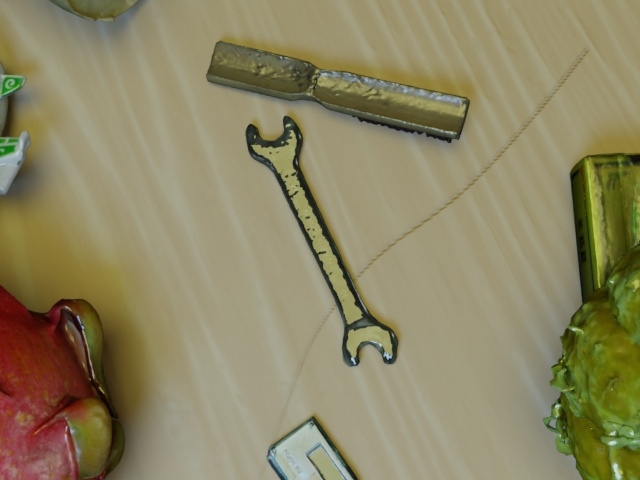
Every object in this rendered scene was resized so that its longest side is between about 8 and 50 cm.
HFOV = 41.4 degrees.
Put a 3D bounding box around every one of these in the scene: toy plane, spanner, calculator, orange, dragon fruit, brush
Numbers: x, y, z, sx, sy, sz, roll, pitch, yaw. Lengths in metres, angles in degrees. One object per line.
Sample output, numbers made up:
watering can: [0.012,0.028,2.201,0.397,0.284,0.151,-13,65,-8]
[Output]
toy plane: [-0.334,-0.097,0.765,0.174,0.080,0.174,-5,68,12]
spanner: [0.000,0.000,0.766,0.054,0.015,0.254,-25,79,-2]
calculator: [0.021,0.236,0.722,0.057,0.018,0.172,-35,78,-5]
orange: [0.317,0.104,0.585,0.301,0.223,0.300,36,114,-22]
dragon fruit: [-0.294,0.129,0.656,0.307,0.227,0.243,23,77,10]
brush: [0.013,-0.136,0.784,0.248,0.036,0.043,15,76,13]

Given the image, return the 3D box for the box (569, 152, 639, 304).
box: [0.334,-0.006,0.724,0.220,0.064,0.140,-2,81,5]

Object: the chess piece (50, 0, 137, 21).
chess piece: [-0.348,-0.387,0.755,0.442,0.234,0.234,25,82,7]
